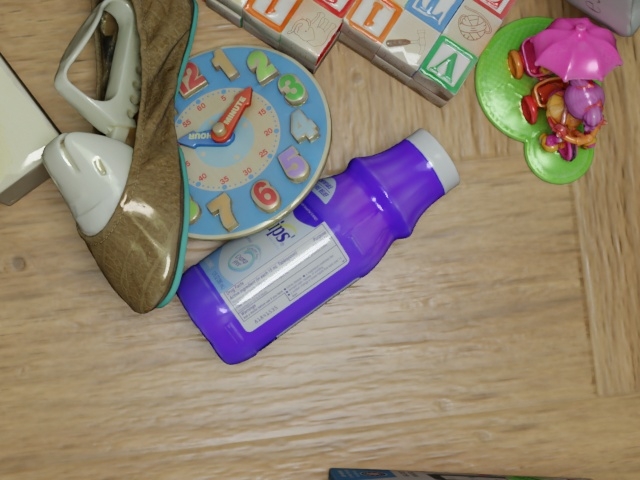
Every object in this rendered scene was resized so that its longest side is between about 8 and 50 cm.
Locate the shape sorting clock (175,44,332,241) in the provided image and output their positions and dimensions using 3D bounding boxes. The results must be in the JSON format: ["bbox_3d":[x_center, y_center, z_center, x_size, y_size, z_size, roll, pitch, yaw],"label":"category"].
[{"bbox_3d":[-0.091,-0.096,1.166,0.206,0.040,0.206,-7,63,14],"label":"shape sorting clock"}]

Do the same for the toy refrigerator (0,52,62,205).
[{"bbox_3d":[-0.349,-0.164,1.150,0.094,0.102,0.269,-37,91,-5],"label":"toy refrigerator"}]

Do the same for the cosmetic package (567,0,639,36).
[{"bbox_3d":[0.196,-0.444,1.030,0.394,0.329,0.327,38,91,18],"label":"cosmetic package"}]

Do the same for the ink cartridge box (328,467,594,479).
[{"bbox_3d":[0.144,0.321,1.121,0.270,0.198,0.197,3,87,-5],"label":"ink cartridge box"}]

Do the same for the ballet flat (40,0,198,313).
[{"bbox_3d":[-0.182,-0.105,1.103,0.124,0.116,0.342,21,61,-37],"label":"ballet flat"}]

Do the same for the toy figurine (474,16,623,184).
[{"bbox_3d":[0.231,-0.143,1.166,0.130,0.159,0.173,-15,89,-5],"label":"toy figurine"}]

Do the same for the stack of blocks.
[{"bbox_3d":[0.023,-0.249,1.189,0.297,0.087,0.171,33,86,-3],"label":"stack of blocks"}]

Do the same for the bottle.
[{"bbox_3d":[0.000,0.000,1.161,0.283,0.118,0.092,-35,114,-4],"label":"bottle"}]
